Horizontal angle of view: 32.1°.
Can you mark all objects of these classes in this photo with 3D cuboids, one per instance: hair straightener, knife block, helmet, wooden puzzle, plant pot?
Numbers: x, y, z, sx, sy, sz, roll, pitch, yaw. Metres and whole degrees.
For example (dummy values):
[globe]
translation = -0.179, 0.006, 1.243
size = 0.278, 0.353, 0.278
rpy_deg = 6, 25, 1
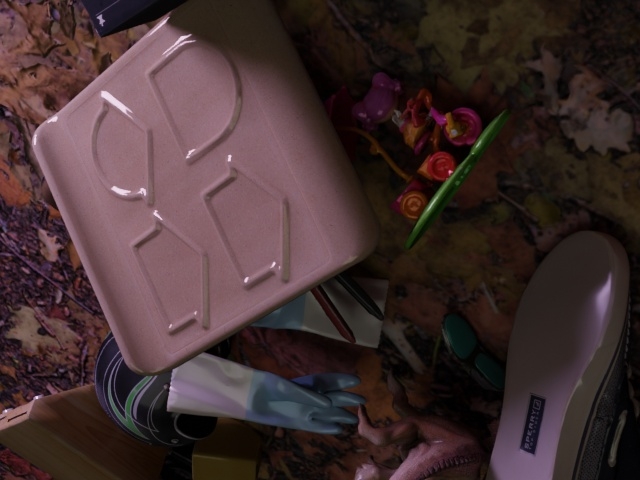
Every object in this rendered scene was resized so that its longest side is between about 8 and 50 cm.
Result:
[hair straightener]
translation = 0.000, 0.000, 1.245
size = 0.089, 0.047, 0.230
rpy_deg = -36, 88, -5
[knife block]
translation = -0.271, 0.305, 1.457
size = 0.088, 0.276, 0.242
rpy_deg = -26, 80, 34
[helmet]
translation = -0.196, 0.171, 1.377
size = 0.169, 0.169, 0.161
rpy_deg = 26, 113, 4
[wooden puzzle]
translation = -0.124, -0.063, 1.180
size = 0.348, 0.080, 0.322
rpy_deg = -30, 80, 31
[plant pot]
translation = -0.121, 0.289, 1.481
size = 0.083, 0.081, 0.081
rpy_deg = 7, 126, 5

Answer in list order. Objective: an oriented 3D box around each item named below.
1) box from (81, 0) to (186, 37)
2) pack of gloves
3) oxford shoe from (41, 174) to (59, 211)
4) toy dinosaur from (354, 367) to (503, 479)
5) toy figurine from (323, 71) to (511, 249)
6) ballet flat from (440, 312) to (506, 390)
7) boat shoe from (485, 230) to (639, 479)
[box]
translation = -0.132, -0.329, 1.021
size = 0.261, 0.103, 0.184
rpy_deg = -22, 96, 33
[pack of gloves]
translation = -0.049, 0.126, 1.267
size = 0.232, 0.046, 0.195
rpy_deg = 9, 102, -4
[oxford shoe]
translation = -0.238, -0.014, 1.308
size = 0.227, 0.096, 0.082
rpy_deg = 28, 131, 5
[toy dinosaur]
translation = 0.148, 0.238, 1.244
size = 0.200, 0.296, 0.127
rpy_deg = 10, 96, 15
[toy figurine]
translation = 0.077, -0.106, 1.116
size = 0.159, 0.130, 0.173
rpy_deg = 38, 107, 7
[ballet flat]
translation = 0.168, 0.131, 1.276
size = 0.041, 0.041, 0.114
rpy_deg = -32, 105, 36
[boat shoe]
translation = 0.286, 0.162, 1.184
size = 0.127, 0.158, 0.340
rpy_deg = 25, 103, 52
